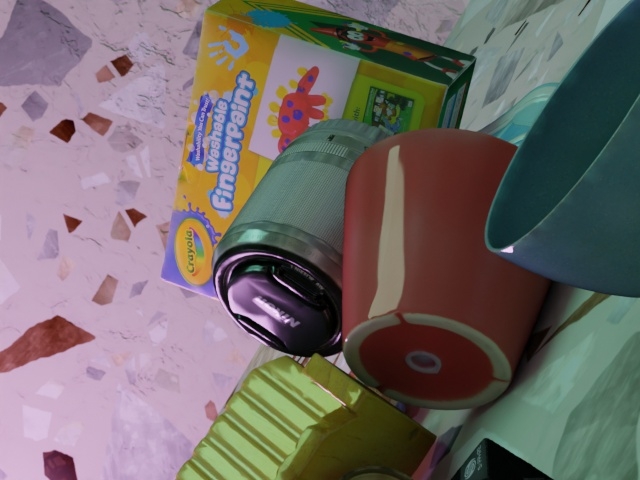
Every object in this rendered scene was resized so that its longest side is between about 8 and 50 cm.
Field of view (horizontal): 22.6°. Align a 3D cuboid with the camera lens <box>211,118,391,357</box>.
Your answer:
[{"bbox_3d":[0.000,0.000,2.106,0.219,0.219,0.274,-48,8,50],"label":"camera lens"}]

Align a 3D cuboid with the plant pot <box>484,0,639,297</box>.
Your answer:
[{"bbox_3d":[0.308,-0.062,1.417,0.290,0.195,0.290,-56,7,11],"label":"plant pot"}]

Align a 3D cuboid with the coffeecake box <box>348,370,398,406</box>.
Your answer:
[{"bbox_3d":[0.036,0.245,2.118,0.185,0.068,0.142,-57,1,-3],"label":"coffeecake box"}]

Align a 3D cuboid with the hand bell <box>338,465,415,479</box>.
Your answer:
[{"bbox_3d":[0.037,0.371,1.816,0.242,0.126,0.126,113,-178,-47],"label":"hand bell"}]

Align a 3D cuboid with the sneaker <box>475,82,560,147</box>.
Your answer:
[{"bbox_3d":[0.232,-0.062,2.165,0.319,0.127,0.208,-49,10,50],"label":"sneaker"}]

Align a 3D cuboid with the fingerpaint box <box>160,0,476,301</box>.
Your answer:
[{"bbox_3d":[-0.010,-0.102,2.350,0.163,0.371,0.444,-47,-28,-59],"label":"fingerpaint box"}]

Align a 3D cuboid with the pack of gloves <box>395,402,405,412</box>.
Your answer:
[{"bbox_3d":[0.119,0.165,2.247,0.195,0.046,0.232,-54,8,18],"label":"pack of gloves"}]

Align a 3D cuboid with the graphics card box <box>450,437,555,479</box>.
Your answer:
[{"bbox_3d":[0.080,0.380,1.447,0.371,0.094,0.233,-56,7,18],"label":"graphics card box"}]

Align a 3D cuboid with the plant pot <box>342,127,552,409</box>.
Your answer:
[{"bbox_3d":[0.142,0.046,1.865,0.275,0.275,0.243,-47,22,51],"label":"plant pot"}]

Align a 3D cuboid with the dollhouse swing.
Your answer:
[{"bbox_3d":[-0.097,0.278,1.918,0.346,0.305,0.315,-54,-32,-2],"label":"dollhouse swing"}]
